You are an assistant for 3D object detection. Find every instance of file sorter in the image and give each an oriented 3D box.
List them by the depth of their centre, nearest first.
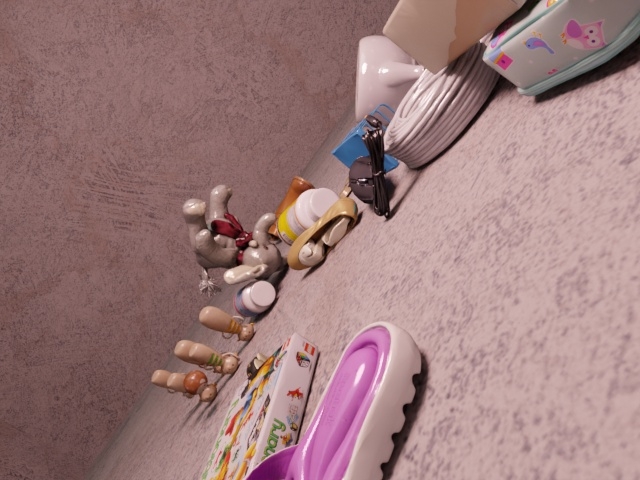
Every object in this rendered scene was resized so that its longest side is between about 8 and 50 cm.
[{"bbox_3d":[0.125,-0.227,1.144,0.104,0.118,0.170,-53,10,-16],"label":"file sorter"}]

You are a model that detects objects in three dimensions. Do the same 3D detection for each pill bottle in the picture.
[{"bbox_3d":[-0.030,-0.061,1.281,0.117,0.117,0.215,-60,13,-27],"label":"pill bottle"},{"bbox_3d":[-0.179,0.157,1.325,0.087,0.087,0.160,-60,12,-25],"label":"pill bottle"}]

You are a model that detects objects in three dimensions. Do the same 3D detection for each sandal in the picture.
[{"bbox_3d":[-0.037,0.246,0.437,0.169,0.102,0.416,-38,20,56],"label":"sandal"}]

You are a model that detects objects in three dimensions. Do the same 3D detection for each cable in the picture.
[{"bbox_3d":[0.219,-0.255,0.912,0.257,0.089,0.257,-46,15,40],"label":"cable"}]

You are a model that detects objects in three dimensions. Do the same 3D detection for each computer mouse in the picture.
[{"bbox_3d":[0.086,-0.156,0.966,0.262,0.060,0.184,-95,-2,-73],"label":"computer mouse"}]

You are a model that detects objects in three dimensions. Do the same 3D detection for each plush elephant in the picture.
[{"bbox_3d":[-0.222,0.014,1.386,0.272,0.255,0.330,-46,-43,-77],"label":"plush elephant"}]

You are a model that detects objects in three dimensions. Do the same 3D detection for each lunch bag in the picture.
[{"bbox_3d":[0.330,-0.317,0.580,0.279,0.108,0.224,-54,6,-8],"label":"lunch bag"}]

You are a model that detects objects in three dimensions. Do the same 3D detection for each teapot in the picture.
[{"bbox_3d":[0.190,-0.421,1.303,0.252,0.187,0.256,90,-178,-52],"label":"teapot"}]

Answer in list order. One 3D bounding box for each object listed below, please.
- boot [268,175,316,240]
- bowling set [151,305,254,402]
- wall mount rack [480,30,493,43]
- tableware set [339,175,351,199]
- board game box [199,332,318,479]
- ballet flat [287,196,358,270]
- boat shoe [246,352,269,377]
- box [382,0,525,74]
[{"bbox_3d":[-0.128,-0.116,1.865,0.220,0.109,0.283,-57,9,-20],"label":"boot"},{"bbox_3d":[-0.281,0.329,1.193,0.287,0.154,0.200,-50,30,13],"label":"bowling set"},{"bbox_3d":[0.359,-0.566,1.141,0.350,0.130,0.304,-56,11,-12],"label":"wall mount rack"},{"bbox_3d":[0.101,-0.176,1.337,0.168,0.020,0.141,-43,14,49],"label":"tableware set"},{"bbox_3d":[-0.101,0.295,0.684,0.193,0.053,0.305,-48,13,31],"label":"board game box"},{"bbox_3d":[0.000,0.000,1.097,0.232,0.080,0.073,-50,27,25],"label":"ballet flat"},{"bbox_3d":[-0.111,0.242,0.897,0.042,0.049,0.133,-54,5,-8],"label":"boat shoe"},{"bbox_3d":[0.200,-0.354,0.668,0.148,0.121,0.311,-53,6,4],"label":"box"}]
